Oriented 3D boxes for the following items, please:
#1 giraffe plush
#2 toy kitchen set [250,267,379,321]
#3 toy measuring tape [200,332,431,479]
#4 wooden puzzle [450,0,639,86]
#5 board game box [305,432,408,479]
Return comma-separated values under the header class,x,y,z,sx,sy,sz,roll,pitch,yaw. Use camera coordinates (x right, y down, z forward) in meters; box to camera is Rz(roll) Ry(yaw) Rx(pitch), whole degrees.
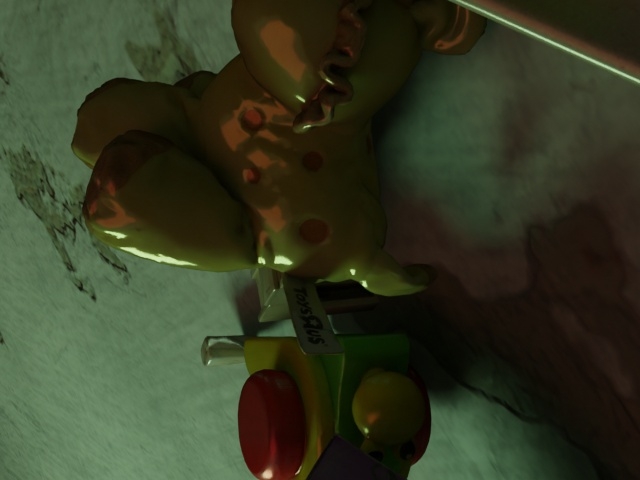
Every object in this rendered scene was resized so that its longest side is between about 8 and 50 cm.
class,x,y,z,sx,sy,sz,roll,pitch,yaw
giraffe plush,-0.016,-0.074,0.604,0.210,0.181,0.170,47,131,43
toy kitchen set,0.000,0.000,0.724,0.083,0.075,0.068,123,139,-65
toy measuring tape,-0.016,0.119,0.827,0.121,0.121,0.330,62,158,-7
wooden puzzle,0.041,-0.210,0.341,0.322,0.080,0.347,29,143,18
board game box,0.125,0.252,0.685,0.347,0.056,0.208,31,144,8
